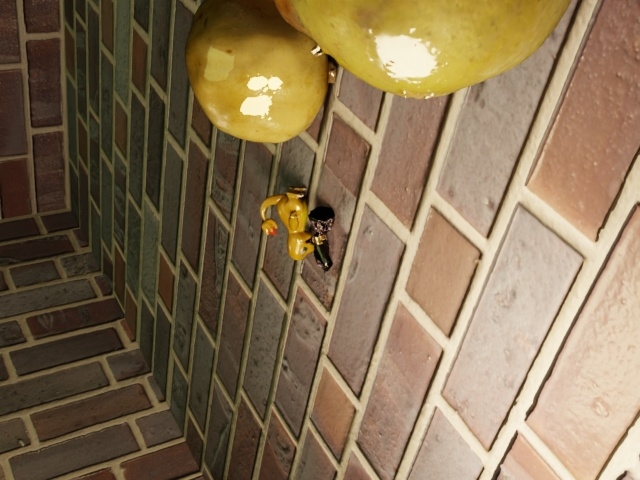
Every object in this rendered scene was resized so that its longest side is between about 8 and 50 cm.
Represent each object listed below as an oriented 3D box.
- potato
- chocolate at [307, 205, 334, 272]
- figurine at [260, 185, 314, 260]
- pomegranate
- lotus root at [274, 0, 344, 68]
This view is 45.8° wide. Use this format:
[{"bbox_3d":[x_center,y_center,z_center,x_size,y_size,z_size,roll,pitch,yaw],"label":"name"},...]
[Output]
[{"bbox_3d":[0.145,-0.355,0.979,0.385,0.442,0.319,25,136,41],"label":"potato"},{"bbox_3d":[0.000,-0.002,1.740,0.072,0.070,0.147,-96,11,-60],"label":"chocolate"},{"bbox_3d":[-0.078,-0.035,1.799,0.121,0.123,0.176,-80,-22,-76],"label":"figurine"},{"bbox_3d":[-0.122,-0.364,1.568,0.333,0.333,0.332,31,127,53],"label":"pomegranate"},{"bbox_3d":[0.078,-0.435,1.279,0.250,0.316,0.315,174,84,-79],"label":"lotus root"}]
